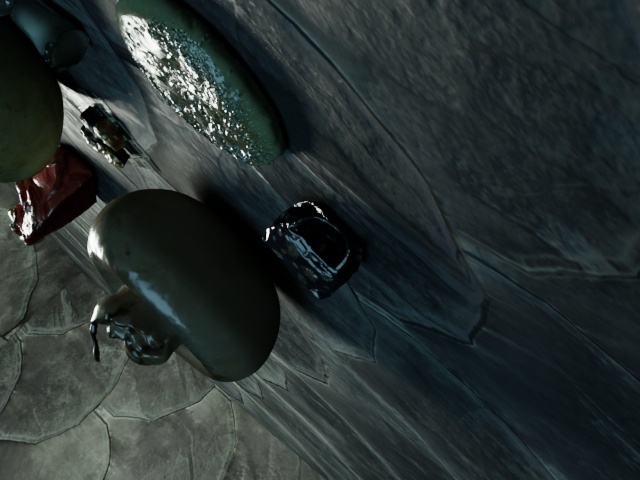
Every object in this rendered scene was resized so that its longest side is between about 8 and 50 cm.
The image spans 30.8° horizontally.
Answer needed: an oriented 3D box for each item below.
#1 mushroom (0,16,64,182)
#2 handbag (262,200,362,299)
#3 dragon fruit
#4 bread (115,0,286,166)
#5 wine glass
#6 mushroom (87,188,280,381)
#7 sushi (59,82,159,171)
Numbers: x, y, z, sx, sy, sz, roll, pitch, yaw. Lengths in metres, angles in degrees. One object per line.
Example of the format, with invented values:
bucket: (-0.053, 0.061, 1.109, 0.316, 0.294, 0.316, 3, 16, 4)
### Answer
mushroom: (-0.595, -0.252, 1.975, 0.352, 0.260, 0.352, 47, 171, 10)
handbag: (0.000, 0.000, 1.367, 0.115, 0.072, 0.139, 47, 162, 2)
dragon fruit: (-0.614, -0.106, 2.552, 0.152, 0.205, 0.317, 47, 165, -1)
bread: (-0.142, -0.181, 1.327, 0.267, 0.040, 0.267, 42, 166, 13)
wine glass: (-0.405, -0.310, 1.659, 0.155, 0.072, 0.072, 40, 165, 23)
mushroom: (-0.242, 0.095, 1.860, 0.362, 0.294, 0.362, 42, 163, 15)
sushi: (-0.377, -0.181, 1.999, 0.193, 0.040, 0.210, 53, 164, -26)
